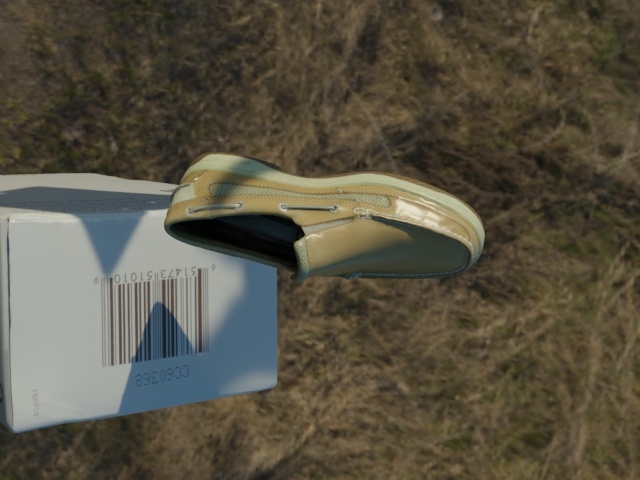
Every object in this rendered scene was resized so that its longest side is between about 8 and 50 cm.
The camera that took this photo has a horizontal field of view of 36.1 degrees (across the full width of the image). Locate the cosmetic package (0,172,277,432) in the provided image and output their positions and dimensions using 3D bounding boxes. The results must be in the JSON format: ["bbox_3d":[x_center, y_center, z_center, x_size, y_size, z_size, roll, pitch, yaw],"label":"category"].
[{"bbox_3d":[-0.220,0.028,0.844,0.217,0.385,0.156,-5,100,-35],"label":"cosmetic package"}]

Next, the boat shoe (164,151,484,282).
[{"bbox_3d":[0.000,0.000,0.585,0.072,0.190,0.068,-68,162,-52],"label":"boat shoe"}]
